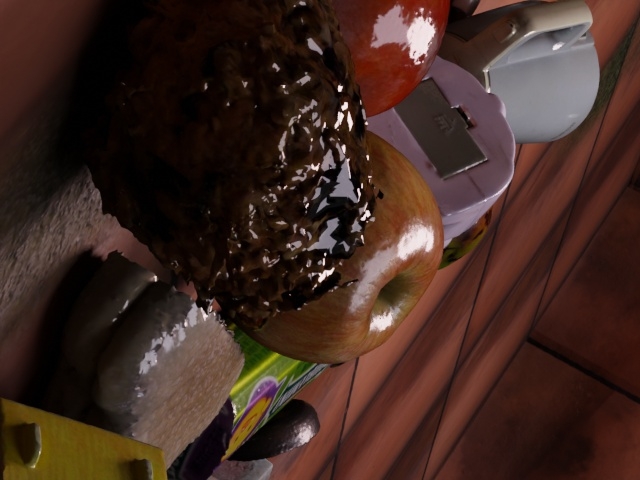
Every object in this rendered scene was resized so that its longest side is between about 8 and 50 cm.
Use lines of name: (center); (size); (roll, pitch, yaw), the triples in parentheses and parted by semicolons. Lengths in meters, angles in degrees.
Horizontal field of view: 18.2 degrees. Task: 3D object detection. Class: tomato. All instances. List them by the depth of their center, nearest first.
tomato: (0.057, -0.198, 1.741); (0.199, 0.112, 0.228); (-60, 170, -12)

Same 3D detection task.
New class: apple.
apple: (0.000, 0.000, 1.747); (0.211, 0.188, 0.211); (-45, 156, -25)

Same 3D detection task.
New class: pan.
pan: (-0.101, 0.215, 2.043); (0.212, 0.040, 0.115); (-27, -165, -15)

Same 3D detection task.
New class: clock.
clock: (0.071, -0.047, 2.021); (0.189, 0.189, 0.254); (-51, 176, -36)

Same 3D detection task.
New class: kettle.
kettle: (0.200, -0.185, 2.128); (0.210, 0.160, 0.243); (-32, 171, 30)

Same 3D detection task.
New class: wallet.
wallet: (0.180, -0.301, 2.169); (0.122, 0.025, 0.061); (-62, 174, 5)

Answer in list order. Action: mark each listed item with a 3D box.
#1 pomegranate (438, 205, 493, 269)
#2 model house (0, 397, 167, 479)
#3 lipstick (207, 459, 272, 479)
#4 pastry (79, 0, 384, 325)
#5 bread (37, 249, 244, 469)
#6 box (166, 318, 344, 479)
pomegranate: (0.130, -0.051, 2.221); (0.220, 0.156, 0.156); (-29, 146, -60)
model house: (-0.267, 0.281, 1.461); (0.340, 0.300, 0.324); (-14, -120, 51)
lipstick: (-0.172, 0.329, 2.033); (0.371, 0.079, 0.076); (-45, 160, -52)
pastry: (-0.064, -0.073, 1.400); (0.275, 0.192, 0.275); (-14, 90, -85)
bread: (-0.155, 0.125, 1.641); (0.183, 0.102, 0.337); (-55, 168, -8)
box: (-0.060, 0.125, 1.987); (0.134, 0.097, 0.345); (-63, 168, 26)
